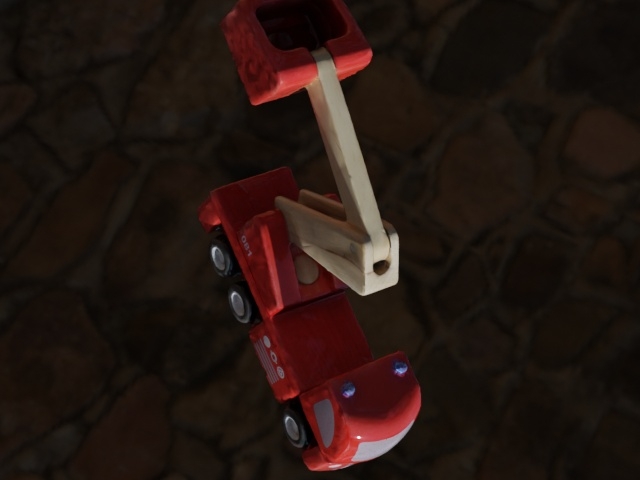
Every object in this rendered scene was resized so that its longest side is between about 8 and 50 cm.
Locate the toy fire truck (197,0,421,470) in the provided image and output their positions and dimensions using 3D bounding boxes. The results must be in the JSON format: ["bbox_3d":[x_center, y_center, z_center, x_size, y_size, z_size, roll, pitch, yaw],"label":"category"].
[{"bbox_3d":[0.000,0.000,0.628,0.047,0.192,0.135,-19,171,-28],"label":"toy fire truck"}]
